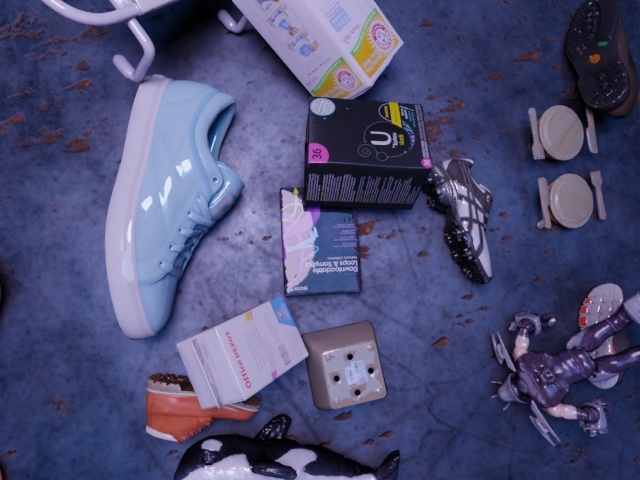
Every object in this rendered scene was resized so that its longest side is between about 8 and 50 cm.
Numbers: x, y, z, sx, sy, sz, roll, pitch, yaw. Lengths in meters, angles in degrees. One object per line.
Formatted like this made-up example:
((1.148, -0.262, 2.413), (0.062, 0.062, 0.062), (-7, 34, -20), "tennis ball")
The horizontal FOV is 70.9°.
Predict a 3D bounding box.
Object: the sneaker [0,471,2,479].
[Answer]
((-0.568, 0.326, 0.523), (0.313, 0.136, 0.116), (-12, 84, -7), "sneaker")

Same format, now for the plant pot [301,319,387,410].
((0.037, 0.176, 0.618), (0.109, 0.096, 0.109), (-11, 84, -6), "plant pot")

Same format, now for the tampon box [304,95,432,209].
((0.059, -0.121, 0.634), (0.160, 0.101, 0.121), (2, 60, -5), "tampon box")

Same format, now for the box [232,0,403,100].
((0.001, -0.301, 0.622), (0.203, 0.103, 0.114), (46, 60, -20), "box")

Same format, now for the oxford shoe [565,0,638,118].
((0.462, -0.297, 0.734), (0.096, 0.082, 0.228), (16, 70, -35), "oxford shoe")

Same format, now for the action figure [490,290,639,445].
((0.370, 0.166, 0.625), (0.285, 0.099, 0.185), (-34, 74, 20), "action figure")

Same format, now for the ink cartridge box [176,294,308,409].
((-0.104, 0.144, 0.575), (0.089, 0.143, 0.092), (-27, 85, 37), "ink cartridge box")

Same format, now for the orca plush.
((-0.038, 0.277, 0.600), (0.286, 0.151, 0.102), (0, 52, -3), "orca plush")

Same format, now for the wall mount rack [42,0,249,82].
((-0.250, -0.389, 0.583), (0.350, 0.130, 0.304), (-46, 108, -34), "wall mount rack")

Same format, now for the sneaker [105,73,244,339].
((-0.183, -0.049, 0.605), (0.150, 0.135, 0.366), (4, 83, 0), "sneaker")

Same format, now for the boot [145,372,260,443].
((-0.163, 0.237, 0.615), (0.157, 0.059, 0.085), (7, 86, 4), "boot")

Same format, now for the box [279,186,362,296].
((0.000, 0.000, 0.670), (0.115, 0.029, 0.162), (-3, 84, -6), "box")

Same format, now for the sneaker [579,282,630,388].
((0.442, 0.146, 0.691), (0.064, 0.061, 0.158), (15, 82, -31), "sneaker")

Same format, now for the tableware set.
((0.381, -0.115, 0.717), (0.128, 0.039, 0.194), (-7, 90, -18), "tableware set")

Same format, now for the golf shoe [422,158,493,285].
((0.228, -0.034, 0.672), (0.093, 0.077, 0.198), (-21, 87, -8), "golf shoe")
